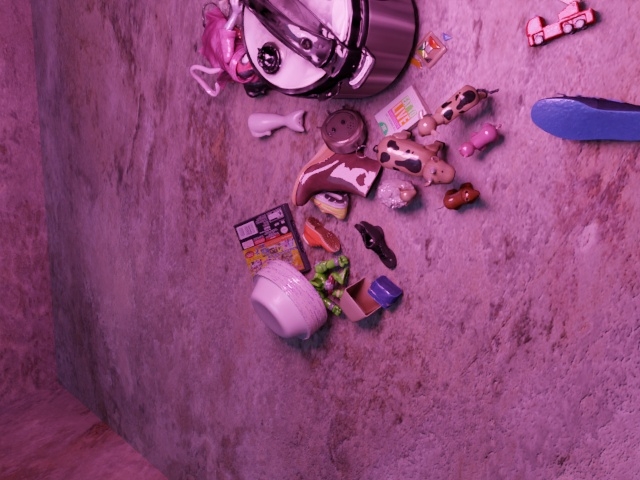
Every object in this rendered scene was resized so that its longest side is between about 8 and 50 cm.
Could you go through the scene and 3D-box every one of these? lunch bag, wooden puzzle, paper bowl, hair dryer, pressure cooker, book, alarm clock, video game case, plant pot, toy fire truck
[{"bbox_3d":[0.195,0.161,1.560,0.098,0.067,0.065,42,124,20],"label":"lunch bag"},{"bbox_3d":[0.289,-0.507,1.330,0.078,0.014,0.116,48,125,16],"label":"wooden puzzle"},{"bbox_3d":[-0.125,0.217,1.697,0.284,0.148,0.284,38,153,24],"label":"paper bowl"},{"bbox_3d":[-0.313,-0.691,1.711,0.224,0.080,0.293,-1,97,52],"label":"hair dryer"},{"bbox_3d":[0.009,-0.541,1.272,0.370,0.420,0.375,3,104,37],"label":"pressure cooker"},{"bbox_3d":[0.230,-0.355,1.411,0.144,0.035,0.096,-35,77,39],"label":"book"},{"bbox_3d":[0.078,-0.312,1.473,0.129,0.064,0.192,-39,67,1],"label":"alarm clock"},{"bbox_3d":[-0.181,0.021,1.825,0.275,0.035,0.248,-19,91,38],"label":"video game case"},{"bbox_3d":[0.124,0.201,1.607,0.109,0.109,0.096,51,137,14],"label":"plant pot"},{"bbox_3d":[0.547,-0.528,1.108,0.192,0.047,0.135,-11,96,39],"label":"toy fire truck"}]

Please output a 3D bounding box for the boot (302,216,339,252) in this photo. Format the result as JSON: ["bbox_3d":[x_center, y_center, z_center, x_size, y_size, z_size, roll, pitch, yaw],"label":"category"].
[{"bbox_3d":[0.000,0.000,1.672,0.158,0.059,0.084,46,129,28],"label":"boot"}]

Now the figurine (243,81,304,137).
[{"bbox_3d":[-0.140,-0.449,1.629,0.210,0.092,0.214,4,106,32],"label":"figurine"}]

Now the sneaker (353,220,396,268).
[{"bbox_3d":[0.168,0.015,1.524,0.051,0.089,0.170,-25,87,39],"label":"sneaker"}]

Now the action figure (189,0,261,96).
[{"bbox_3d":[-0.268,-0.544,1.468,0.276,0.248,0.370,-45,41,7],"label":"action figure"}]

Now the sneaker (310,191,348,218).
[{"bbox_3d":[0.007,-0.128,1.614,0.208,0.081,0.094,34,148,39],"label":"sneaker"}]

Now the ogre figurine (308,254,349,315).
[{"bbox_3d":[0.029,0.140,1.663,0.118,0.097,0.197,11,122,22],"label":"ogre figurine"}]

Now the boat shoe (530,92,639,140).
[{"bbox_3d":[0.609,-0.268,1.117,0.258,0.089,0.109,22,128,25],"label":"boat shoe"}]

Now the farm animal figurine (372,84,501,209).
[{"bbox_3d":[0.283,-0.224,1.289,0.327,0.172,0.330,7,114,32],"label":"farm animal figurine"}]

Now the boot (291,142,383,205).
[{"bbox_3d":[0.048,-0.176,1.508,0.207,0.090,0.248,31,87,22],"label":"boot"}]
